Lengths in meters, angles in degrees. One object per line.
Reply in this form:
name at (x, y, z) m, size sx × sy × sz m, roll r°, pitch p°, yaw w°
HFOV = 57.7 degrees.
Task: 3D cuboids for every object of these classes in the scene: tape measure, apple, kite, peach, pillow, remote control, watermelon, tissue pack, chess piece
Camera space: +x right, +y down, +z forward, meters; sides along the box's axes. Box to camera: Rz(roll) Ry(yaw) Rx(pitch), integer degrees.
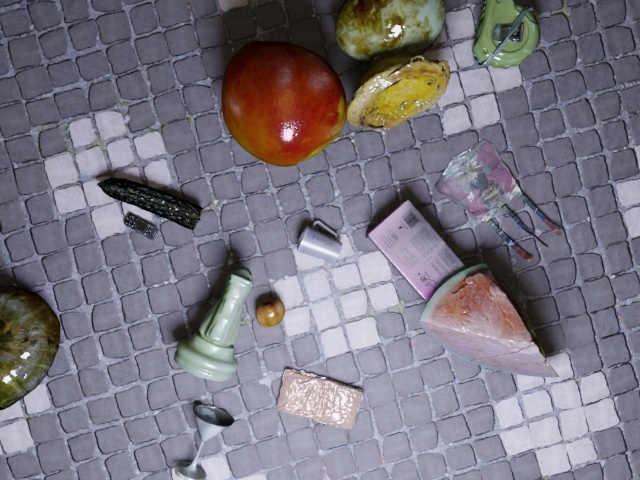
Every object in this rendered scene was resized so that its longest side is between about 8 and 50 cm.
tape measure at (0.494, -0.553, 1.557) m, size 0.176 × 0.106 × 0.199 m, roll 14°, pitch 93°, yaw 2°
apple at (-0.136, 0.195, 1.574) m, size 0.084 × 0.084 × 0.071 m, roll -19°, pitch 118°, yaw -1°
kite at (0.494, -0.102, 1.612) m, size 0.204 × 0.022 × 0.360 m, roll -42°, pitch 88°, yaw 0°
peach at (-0.101, -0.350, 1.459) m, size 0.308 × 0.308 × 0.332 m, roll -37°, pitch 82°, yaw 0°
pillow at (-0.003, 0.439, 1.602) m, size 0.233 × 0.043 × 0.126 m, roll 16°, pitch 86°, yaw 1°
remote control at (-0.489, -0.038, 1.590) m, size 0.096 × 0.014 × 0.039 m, roll 29°, pitch 91°, yaw -1°
watermelon at (0.463, 0.202, 1.538) m, size 0.320 × 0.292 × 0.222 m, roll 5°, pitch 66°, yaw 29°
tissue pack at (0.253, 0.029, 1.571) m, size 0.149 × 0.092 × 0.246 m, roll -41°, pitch 92°, yaw -1°
chess piece at (-0.253, 0.205, 1.522) m, size 0.176 × 0.176 × 0.298 m, roll 24°, pitch 92°, yaw -2°

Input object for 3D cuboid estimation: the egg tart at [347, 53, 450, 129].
egg tart at (0.191, -0.394, 1.484) m, size 0.291 × 0.291 × 0.106 m, roll -21°, pitch 72°, yaw -1°

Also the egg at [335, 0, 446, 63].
egg at (0.175, -0.571, 1.487) m, size 0.290 × 0.238 × 0.238 m, roll -14°, pitch 92°, yaw 22°

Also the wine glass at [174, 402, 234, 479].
wine glass at (-0.319, 0.547, 1.561) m, size 0.122 × 0.122 × 0.182 m, roll 22°, pitch 92°, yaw -2°

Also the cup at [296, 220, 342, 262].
cup at (0.000, 0.000, 1.583) m, size 0.116 × 0.074 × 0.104 m, roll 21°, pitch 62°, yaw -5°

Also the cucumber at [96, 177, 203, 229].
cucumber at (-0.459, -0.108, 1.560) m, size 0.300 × 0.072 × 0.072 m, roll 21°, pitch 91°, yaw -2°

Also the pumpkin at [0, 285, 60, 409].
pumpkin at (-0.803, 0.253, 1.514) m, size 0.232 × 0.242 × 0.324 m, roll -23°, pitch 87°, yaw -30°
